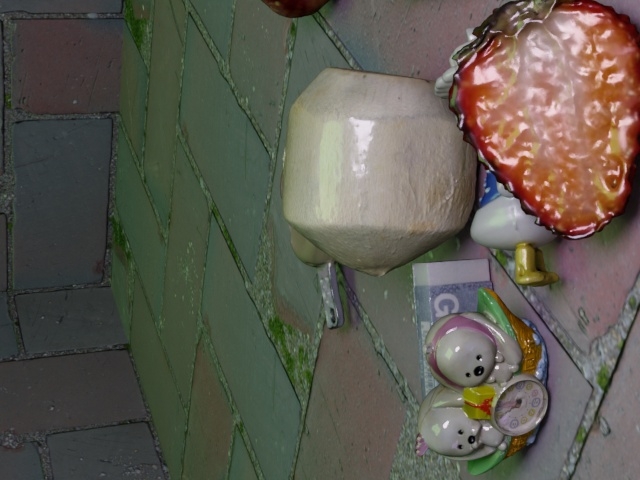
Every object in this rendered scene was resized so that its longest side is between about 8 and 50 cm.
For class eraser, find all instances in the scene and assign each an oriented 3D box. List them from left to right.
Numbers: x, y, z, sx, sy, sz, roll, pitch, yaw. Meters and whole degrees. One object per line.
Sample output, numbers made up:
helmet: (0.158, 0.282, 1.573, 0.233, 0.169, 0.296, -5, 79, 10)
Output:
eraser: (0.166, 0.130, 1.347, 0.046, 0.092, 0.212, 172, 94, -70)

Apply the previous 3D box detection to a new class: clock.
clock: (0.177, 0.163, 1.254, 0.103, 0.144, 0.230, -145, 54, -62)

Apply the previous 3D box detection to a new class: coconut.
coconut: (0.068, -0.082, 1.364, 0.245, 0.245, 0.247, -152, 67, -66)

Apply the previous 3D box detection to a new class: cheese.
cheese: (0.000, 0.000, 1.775, 0.163, 0.082, 0.286, 159, 104, -69)

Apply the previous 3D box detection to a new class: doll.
doll: (0.200, -0.094, 1.193, 0.138, 0.119, 0.293, 16, -121, -67)

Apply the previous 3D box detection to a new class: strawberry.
strawberry: (0.234, -0.122, 1.088, 0.111, 0.190, 0.236, -27, -78, -69)

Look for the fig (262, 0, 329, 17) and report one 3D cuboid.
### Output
fig: (-0.036, -0.455, 1.732, 0.257, 0.159, 0.159, -88, 6, -57)
